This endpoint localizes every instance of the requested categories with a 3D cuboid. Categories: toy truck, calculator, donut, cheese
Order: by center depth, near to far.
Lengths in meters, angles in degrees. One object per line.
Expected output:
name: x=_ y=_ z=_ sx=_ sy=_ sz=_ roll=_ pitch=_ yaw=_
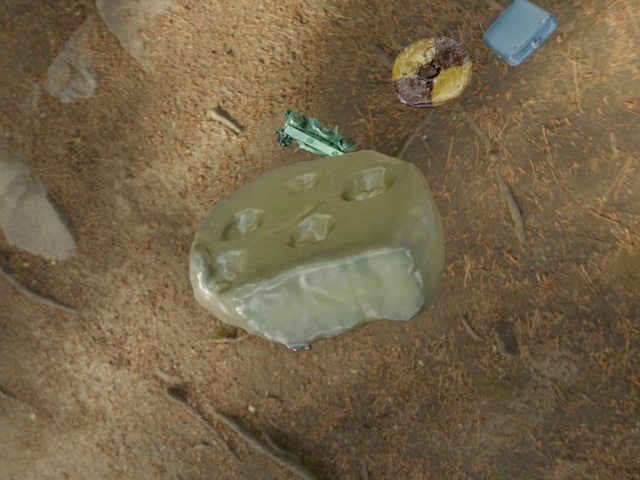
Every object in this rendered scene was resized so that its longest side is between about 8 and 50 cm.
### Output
cheese: x=0.000 y=0.000 z=0.659 sx=0.326 sy=0.318 sz=0.115 roll=23 pitch=141 yaw=50
toy truck: x=-0.007 y=-0.209 z=1.043 sx=0.154 sy=0.078 sz=0.080 roll=24 pitch=141 yaw=-11
calculator: x=0.415 y=-0.441 z=1.114 sx=0.039 sy=0.210 sz=0.121 roll=31 pitch=116 yaw=-25
donut: x=0.259 y=-0.377 z=1.210 sx=0.184 sy=0.073 sz=0.166 roll=-10 pitch=85 yaw=24
